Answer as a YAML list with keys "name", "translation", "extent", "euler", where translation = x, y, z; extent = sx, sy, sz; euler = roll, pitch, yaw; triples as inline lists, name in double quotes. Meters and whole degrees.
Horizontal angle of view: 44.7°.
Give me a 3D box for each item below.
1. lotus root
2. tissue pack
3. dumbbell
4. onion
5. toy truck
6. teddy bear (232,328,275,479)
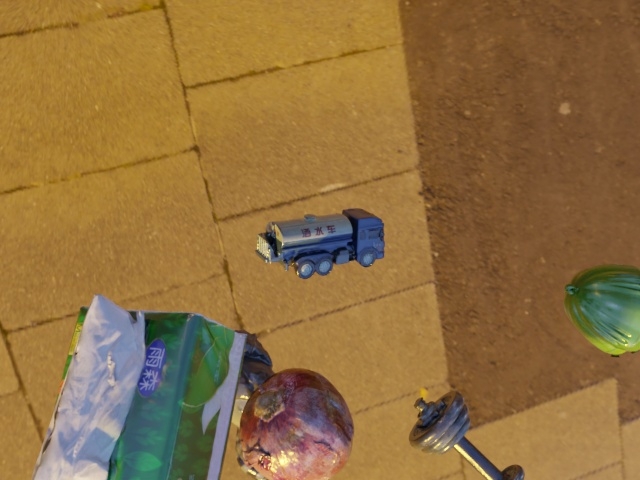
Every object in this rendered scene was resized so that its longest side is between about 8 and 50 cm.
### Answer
- name: "lotus root"
  translation: [0.540, 0.118, 1.514]
  extent: [0.186, 0.186, 0.186]
  euler: [-6, 110, -17]
- name: "tissue pack"
  translation: [-0.176, 0.165, 0.695]
  extent: [0.156, 0.148, 0.209]
  euler: [38, 58, -58]
- name: "dumbbell"
  translation: [0.238, 0.335, 1.187]
  extent: [0.254, 0.110, 0.110]
  euler: [45, 90, 2]
- name: "onion"
  translation: [-0.018, 0.269, 1.080]
  extent: [0.159, 0.159, 0.195]
  euler: [-45, 127, 0]
- name: "toy truck"
  translation: [0.000, 0.000, 1.190]
  extent: [0.202, 0.074, 0.088]
  euler: [-8, 111, -26]
- name: "teddy bear"
  translation: [-0.106, 0.279, 1.210]
  extent: [0.171, 0.144, 0.251]
  euler: [-38, 120, -3]
